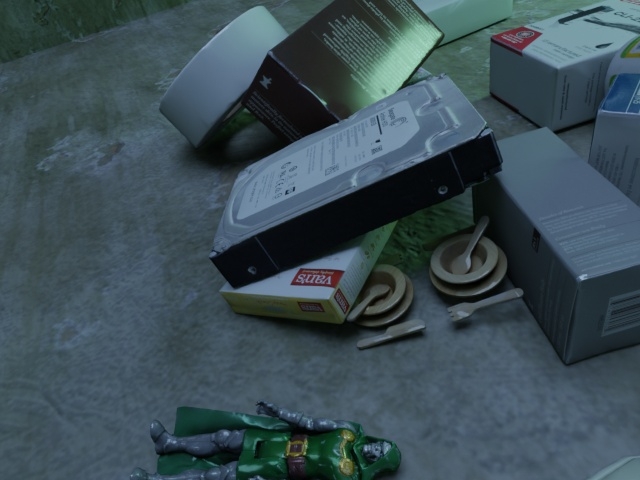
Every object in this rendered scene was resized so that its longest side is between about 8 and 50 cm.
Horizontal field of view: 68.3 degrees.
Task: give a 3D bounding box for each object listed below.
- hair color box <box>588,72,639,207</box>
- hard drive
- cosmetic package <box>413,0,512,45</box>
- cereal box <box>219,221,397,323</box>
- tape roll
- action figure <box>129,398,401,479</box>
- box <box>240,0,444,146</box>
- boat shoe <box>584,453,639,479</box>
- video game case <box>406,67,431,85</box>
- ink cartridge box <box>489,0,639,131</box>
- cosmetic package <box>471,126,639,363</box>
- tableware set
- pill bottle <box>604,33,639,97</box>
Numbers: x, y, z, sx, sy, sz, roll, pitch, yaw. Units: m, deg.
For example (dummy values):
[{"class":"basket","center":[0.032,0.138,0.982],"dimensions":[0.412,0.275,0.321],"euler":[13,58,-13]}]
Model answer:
[{"class":"hair color box","center":[0.457,-0.053,0.456],"dimensions":[0.348,0.173,0.105],"euler":[17,48,33]},{"class":"hard drive","center":[0.031,-0.088,0.606],"dimensions":[0.339,0.064,0.236],"euler":[-22,31,16]},{"class":"cosmetic package","center":[0.245,-0.583,1.211],"dimensions":[0.378,0.097,0.284],"euler":[-26,39,-12]},{"class":"cereal box","center":[0.000,0.000,0.619],"dimensions":[0.173,0.047,0.240],"euler":[-2,39,36]},{"class":"tape roll","center":[-0.175,-0.312,0.915],"dimensions":[0.286,0.100,0.286],"euler":[-42,13,12]},{"class":"action figure","center":[-0.045,0.195,0.423],"dimensions":[0.233,0.063,0.137],"euler":[-5,37,7]},{"class":"box","center":[0.055,-0.312,0.849],"dimensions":[0.381,0.191,0.143],"euler":[-53,10,-36]},{"class":"boat shoe","center":[0.313,0.176,0.322],"dimensions":[0.320,0.116,0.098],"euler":[-18,82,-13]},{"class":"video game case","center":[0.168,-0.355,1.035],"dimensions":[0.122,0.011,0.087],"euler":[-21,40,-6]},{"class":"ink cartridge box","center":[0.461,-0.308,0.801],"dimensions":[0.273,0.114,0.197],"euler":[-18,39,-4]},{"class":"cosmetic package","center":[0.252,-0.009,0.509],"dimensions":[0.107,0.127,0.238],"euler":[-17,38,1]},{"class":"tableware set","center":[0.114,0.040,0.542],"dimensions":[0.194,0.039,0.128],"euler":[-20,38,9]},{"class":"pill bottle","center":[0.504,-0.202,0.595],"dimensions":[0.137,0.136,0.245],"euler":[-19,21,-4]}]
